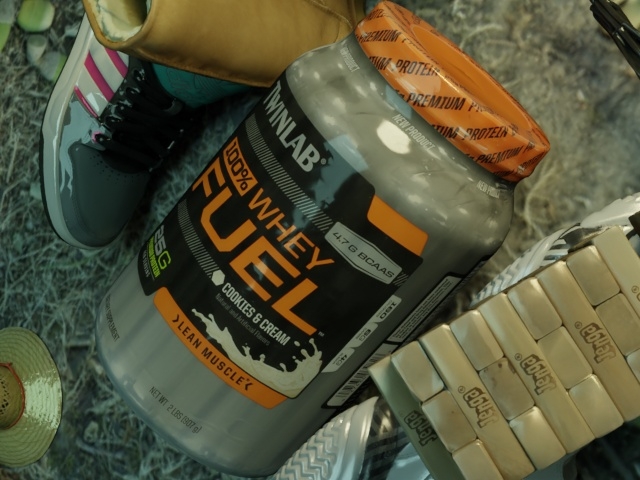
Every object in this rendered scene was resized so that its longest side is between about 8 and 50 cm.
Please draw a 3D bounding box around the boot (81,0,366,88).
[{"bbox_3d":[-0.068,-0.212,0.838,0.089,0.269,0.236,-31,66,28],"label":"boot"}]

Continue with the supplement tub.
[{"bbox_3d":[0.000,0.000,0.804,0.316,0.193,0.193,-49,59,19],"label":"supplement tub"}]

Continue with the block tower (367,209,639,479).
[{"bbox_3d":[0.191,0.023,0.610,0.335,0.097,0.091,-31,84,2],"label":"block tower"}]

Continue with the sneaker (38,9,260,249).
[{"bbox_3d":[-0.129,-0.124,0.966,0.178,0.124,0.295,14,90,46],"label":"sneaker"}]

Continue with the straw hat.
[{"bbox_3d":[-0.318,0.149,1.088,0.144,0.061,0.144,-6,80,35],"label":"straw hat"}]

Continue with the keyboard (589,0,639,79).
[{"bbox_3d":[0.277,-0.157,0.733,0.201,0.033,0.317,-35,63,19],"label":"keyboard"}]

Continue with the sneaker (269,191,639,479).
[{"bbox_3d":[0.145,0.143,0.722,0.366,0.137,0.210,-42,72,13],"label":"sneaker"}]
